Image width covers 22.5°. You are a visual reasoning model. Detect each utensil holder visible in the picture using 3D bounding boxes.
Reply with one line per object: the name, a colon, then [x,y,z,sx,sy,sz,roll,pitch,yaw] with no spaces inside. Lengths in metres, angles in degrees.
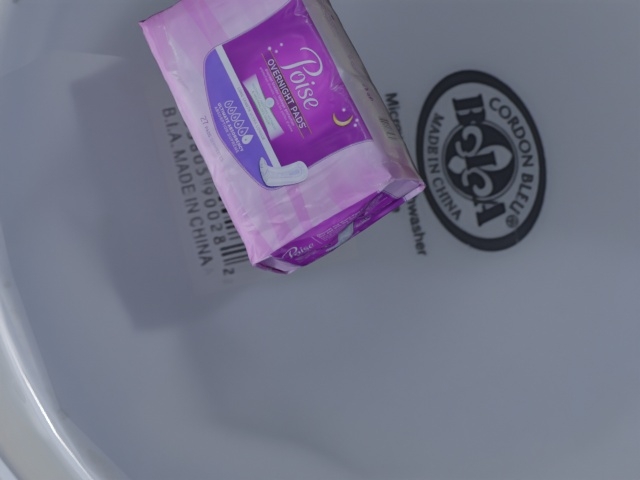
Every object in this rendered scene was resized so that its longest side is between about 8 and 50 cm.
utensil holder: [0.000,0.000,0.692,0.327,0.327,0.385,41,165,-6]

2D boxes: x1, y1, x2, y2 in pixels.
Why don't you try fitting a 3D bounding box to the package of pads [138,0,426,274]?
package of pads: [-0.011,-0.037,0.443,0.050,0.032,0.083,-31,73,15]
